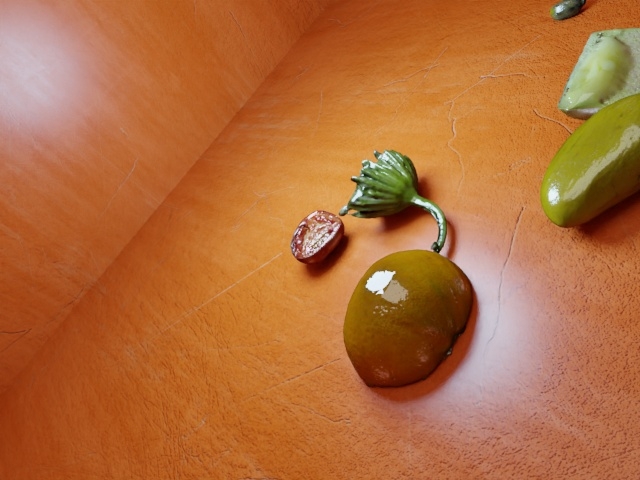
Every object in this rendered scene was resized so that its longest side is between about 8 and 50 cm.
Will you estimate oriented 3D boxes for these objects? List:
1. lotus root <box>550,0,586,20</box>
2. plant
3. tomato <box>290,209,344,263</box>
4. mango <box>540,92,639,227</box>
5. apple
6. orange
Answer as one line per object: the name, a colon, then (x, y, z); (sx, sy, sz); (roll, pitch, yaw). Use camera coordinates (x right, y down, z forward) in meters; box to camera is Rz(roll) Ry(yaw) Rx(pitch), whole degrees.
lotus root: (0.723, -0.678, 1.545); (0.099, 0.054, 0.049); (-11, 37, 38)
plant: (0.236, -0.094, 1.414); (0.333, 0.180, 0.251); (35, 71, 25)
tomato: (-0.008, 0.003, 1.541); (0.174, 0.082, 0.166); (-50, 39, -16)
mango: (0.584, -0.170, 1.087); (0.331, 0.142, 0.195); (-39, 30, 11)
apple: (0.683, -0.364, 1.213); (0.193, 0.120, 0.265); (16, 67, 37)
orange: (0.191, 0.156, 1.185); (0.310, 0.275, 0.274); (-23, 27, -27)
